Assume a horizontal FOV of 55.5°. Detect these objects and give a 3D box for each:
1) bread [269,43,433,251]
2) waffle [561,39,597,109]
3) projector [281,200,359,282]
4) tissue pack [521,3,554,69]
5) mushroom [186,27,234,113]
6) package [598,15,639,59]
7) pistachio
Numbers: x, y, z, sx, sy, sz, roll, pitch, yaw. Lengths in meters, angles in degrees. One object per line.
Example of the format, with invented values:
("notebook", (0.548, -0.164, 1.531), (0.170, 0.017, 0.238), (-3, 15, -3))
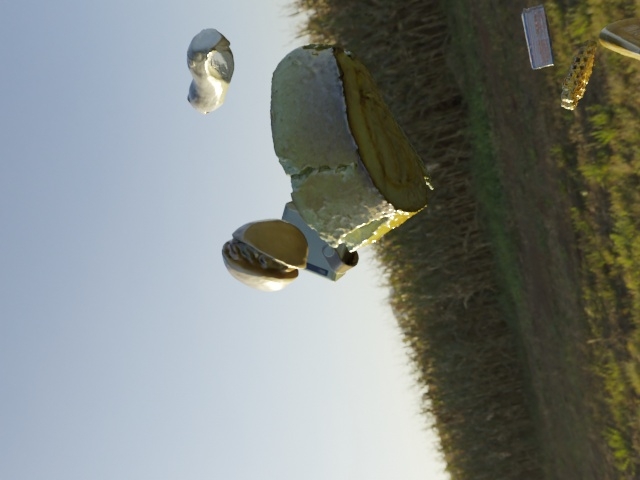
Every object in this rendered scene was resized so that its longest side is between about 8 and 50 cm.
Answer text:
("bread", (0.034, -0.121, 0.766), (0.186, 0.124, 0.257), (-8, -107, -60))
("waffle", (0.644, -0.412, 1.522), (0.192, 0.046, 0.160), (-32, -45, -52))
("projector", (0.000, 0.000, 1.737), (0.163, 0.243, 0.177), (-27, -44, -69))
("tissue pack", (0.585, -0.548, 1.633), (0.155, 0.065, 0.115), (71, -155, -18))
("mushroom", (-0.271, -0.394, 1.467), (0.109, 0.097, 0.351), (35, 159, -2))
("package", (0.812, -0.453, 1.354), (0.311, 0.222, 0.165), (-97, 25, -63))
("pistachio", (-0.088, 0.019, 0.978), (0.185, 0.125, 0.124), (18, -124, -62))
